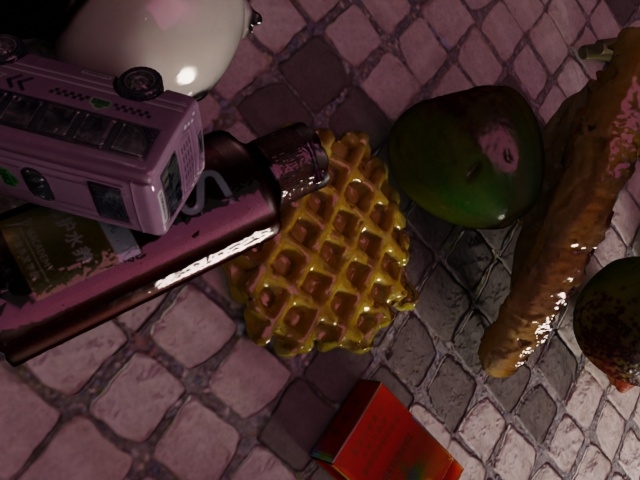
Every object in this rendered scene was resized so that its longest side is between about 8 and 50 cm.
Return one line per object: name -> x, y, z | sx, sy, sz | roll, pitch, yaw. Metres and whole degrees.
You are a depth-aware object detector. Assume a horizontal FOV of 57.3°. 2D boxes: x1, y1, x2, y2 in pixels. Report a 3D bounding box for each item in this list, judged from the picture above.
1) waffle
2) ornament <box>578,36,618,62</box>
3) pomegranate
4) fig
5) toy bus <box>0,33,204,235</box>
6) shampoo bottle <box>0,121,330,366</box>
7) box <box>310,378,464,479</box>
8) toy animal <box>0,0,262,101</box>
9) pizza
waffle -> 0.001, 0.000, 0.666 | 0.291, 0.051, 0.291 | 5, 81, -35
ornament -> 0.584, -0.261, 1.067 | 0.245, 0.061, 0.230 | -17, 95, -30
pomegranate -> 0.490, 0.148, 0.903 | 0.214, 0.214, 0.247 | -30, 138, -32
fig -> 0.182, -0.100, 0.707 | 0.181, 0.181, 0.191 | -8, 61, -33
toy bus -> -0.198, -0.078, 0.455 | 0.199, 0.096, 0.108 | 14, 56, 3
shampoo bottle -> -0.140, -0.019, 0.527 | 0.323, 0.084, 0.129 | -26, 70, -24
box -> 0.082, 0.260, 0.689 | 0.175, 0.048, 0.112 | 49, 60, -18
toy animal -> -0.180, -0.216, 0.508 | 0.235, 0.165, 0.187 | 33, 72, -28
pizza -> 0.310, -0.076, 0.720 | 0.080, 0.392, 0.435 | 18, 64, 9
